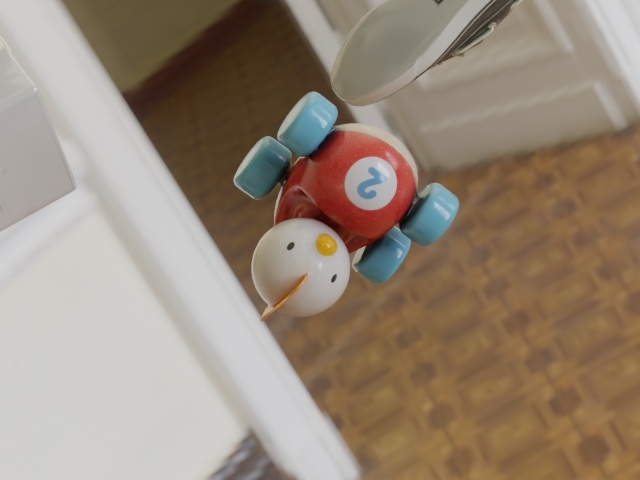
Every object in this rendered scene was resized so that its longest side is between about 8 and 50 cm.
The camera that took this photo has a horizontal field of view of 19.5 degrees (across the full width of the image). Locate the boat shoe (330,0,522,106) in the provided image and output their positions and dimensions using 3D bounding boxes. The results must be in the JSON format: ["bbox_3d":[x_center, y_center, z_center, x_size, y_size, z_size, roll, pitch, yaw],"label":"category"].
[{"bbox_3d":[0.107,-0.182,1.545,0.219,0.070,0.077,-39,52,13],"label":"boat shoe"}]

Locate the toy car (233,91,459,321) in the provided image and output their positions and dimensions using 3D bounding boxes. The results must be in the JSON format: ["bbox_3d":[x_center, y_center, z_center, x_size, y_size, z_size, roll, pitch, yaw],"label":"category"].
[{"bbox_3d":[0.000,0.000,2.124,0.210,0.219,0.238,-41,18,49],"label":"toy car"}]

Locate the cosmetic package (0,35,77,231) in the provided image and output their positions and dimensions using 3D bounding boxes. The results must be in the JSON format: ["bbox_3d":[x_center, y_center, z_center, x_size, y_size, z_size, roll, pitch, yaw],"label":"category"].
[{"bbox_3d":[-0.356,-0.096,1.755,0.184,0.151,0.151,-29,53,-13],"label":"cosmetic package"}]
